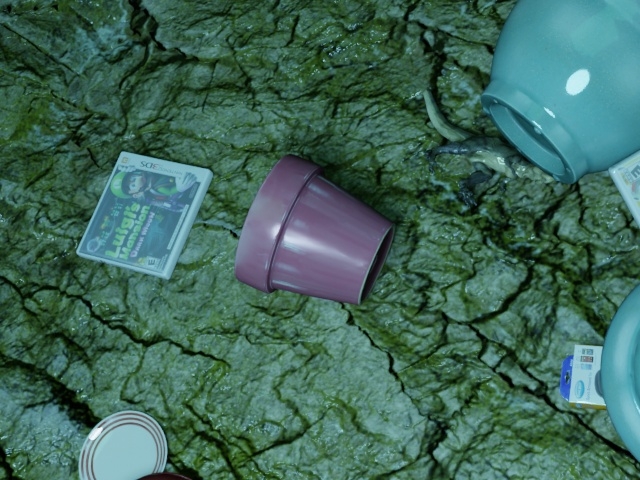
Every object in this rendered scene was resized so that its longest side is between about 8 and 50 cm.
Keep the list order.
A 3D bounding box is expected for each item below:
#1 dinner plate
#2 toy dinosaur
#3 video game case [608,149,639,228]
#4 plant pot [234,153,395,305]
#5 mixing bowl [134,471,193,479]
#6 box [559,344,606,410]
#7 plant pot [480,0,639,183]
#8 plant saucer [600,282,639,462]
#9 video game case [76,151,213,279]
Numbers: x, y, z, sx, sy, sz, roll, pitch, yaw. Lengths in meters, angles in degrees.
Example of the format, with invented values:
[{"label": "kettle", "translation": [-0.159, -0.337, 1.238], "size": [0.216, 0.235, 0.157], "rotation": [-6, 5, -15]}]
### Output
[{"label": "dinner plate", "translation": [-0.285, 0.317, 1.687], "size": [0.141, 0.017, 0.141], "rotation": [-7, 64, 15]}, {"label": "toy dinosaur", "translation": [0.221, -0.122, 1.693], "size": [0.268, 0.064, 0.118], "rotation": [35, 64, 28]}, {"label": "video game case", "translation": [0.515, -0.048, 1.499], "size": [0.206, 0.026, 0.227], "rotation": [-31, 99, 3]}, {"label": "plant pot", "translation": [0.000, 0.000, 1.649], "size": [0.180, 0.201, 0.201], "rotation": [23, 74, 10]}, {"label": "mixing bowl", "translation": [-0.235, 0.397, 1.574], "size": [0.181, 0.098, 0.182], "rotation": [-5, 69, 12]}, {"label": "box", "translation": [0.381, 0.181, 1.515], "size": [0.136, 0.028, 0.081], "rotation": [3, 67, 18]}, {"label": "plant pot", "translation": [0.341, -0.202, 1.557], "size": [0.196, 0.293, 0.293], "rotation": [-46, 60, -4]}, {"label": "plant saucer", "translation": [0.508, 0.163, 1.432], "size": [0.317, 0.044, 0.318], "rotation": [-3, 76, 13]}, {"label": "video game case", "translation": [-0.281, -0.043, 1.852], "size": [0.173, 0.022, 0.190], "rotation": [13, 71, 24]}]
